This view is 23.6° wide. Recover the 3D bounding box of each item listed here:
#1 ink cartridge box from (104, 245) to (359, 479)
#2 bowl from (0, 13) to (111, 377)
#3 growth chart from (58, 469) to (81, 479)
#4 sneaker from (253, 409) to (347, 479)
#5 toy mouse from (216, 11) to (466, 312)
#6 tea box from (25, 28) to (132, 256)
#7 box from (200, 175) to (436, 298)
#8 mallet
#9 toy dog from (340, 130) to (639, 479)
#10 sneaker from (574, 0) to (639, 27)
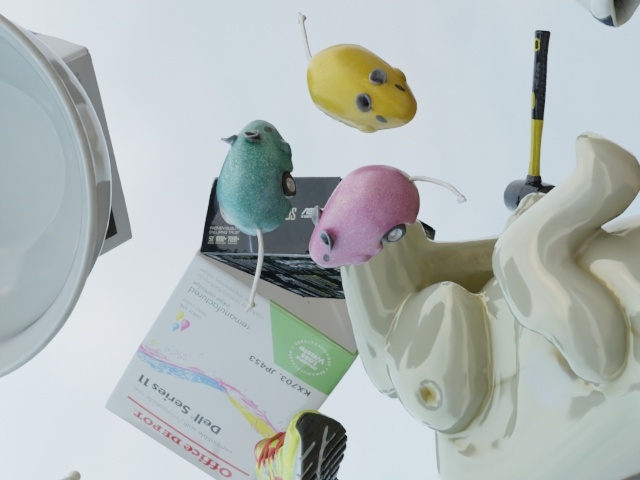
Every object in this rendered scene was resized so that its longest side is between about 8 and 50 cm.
[{"bbox_3d":[-0.102,0.150,1.726,0.207,0.353,0.119,33,-140,-1],"label":"ink cartridge box"},{"bbox_3d":[-0.268,-0.048,1.140,0.134,0.298,0.298,-31,-72,-65],"label":"bowl"},{"bbox_3d":[-0.257,0.338,1.802,0.172,0.237,0.021,-37,-46,-54],"label":"growth chart"},{"bbox_3d":[-0.031,0.229,1.575,0.081,0.094,0.208,-46,-22,-29],"label":"sneaker"},{"bbox_3d":[-0.006,-0.029,0.750,0.143,0.161,0.031,-56,-38,2],"label":"toy mouse"},{"bbox_3d":[-0.423,-0.063,1.509,0.329,0.323,0.220,-32,-54,-36],"label":"tea box"},{"bbox_3d":[0.000,0.000,1.452,0.180,0.147,0.077,26,-110,-53],"label":"box"},{"bbox_3d":[0.221,-0.112,1.521,0.039,0.062,0.189,-3,-72,-29],"label":"mallet"},{"bbox_3d":[0.246,0.098,1.166,0.284,0.408,0.395,7,-100,-38],"label":"toy dog"},{"bbox_3d":[0.221,-0.235,0.919,0.094,0.258,0.091,-32,-107,-38],"label":"sneaker"}]
